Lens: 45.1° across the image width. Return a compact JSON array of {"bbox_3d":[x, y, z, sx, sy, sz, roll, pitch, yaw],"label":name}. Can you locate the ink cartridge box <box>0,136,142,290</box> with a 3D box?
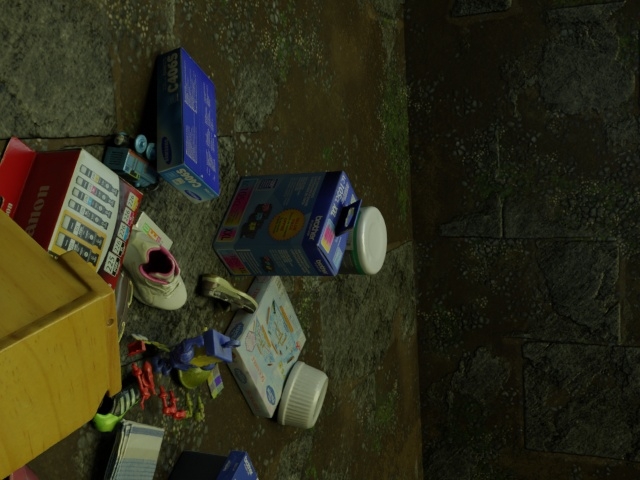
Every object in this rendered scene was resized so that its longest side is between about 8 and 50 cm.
[{"bbox_3d":[-0.513,-0.012,1.501,0.272,0.130,0.309,44,52,-56],"label":"ink cartridge box"}]

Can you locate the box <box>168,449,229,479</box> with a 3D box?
[{"bbox_3d":[-0.287,0.764,1.930,0.343,0.179,0.312,-64,145,-44],"label":"box"}]

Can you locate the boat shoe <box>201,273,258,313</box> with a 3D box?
[{"bbox_3d":[-0.257,0.162,2.116,0.223,0.080,0.073,42,60,-49],"label":"boat shoe"}]

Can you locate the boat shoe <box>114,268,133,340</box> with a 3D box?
[{"bbox_3d":[-0.469,0.203,1.618,0.097,0.117,0.324,45,45,-53],"label":"boat shoe"}]

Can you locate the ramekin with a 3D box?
[{"bbox_3d":[-0.051,0.495,2.436,0.207,0.109,0.207,16,90,-81],"label":"ramekin"}]

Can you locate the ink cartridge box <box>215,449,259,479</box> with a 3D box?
[{"bbox_3d":[-0.188,0.621,1.882,0.097,0.046,0.207,-59,140,-50],"label":"ink cartridge box"}]

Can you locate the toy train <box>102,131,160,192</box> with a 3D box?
[{"bbox_3d":[-0.418,-0.177,1.768,0.184,0.080,0.105,37,65,-63],"label":"toy train"}]

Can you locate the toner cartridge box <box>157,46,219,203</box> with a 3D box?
[{"bbox_3d":[-0.321,-0.278,1.858,0.165,0.075,0.347,45,33,-55],"label":"toner cartridge box"}]

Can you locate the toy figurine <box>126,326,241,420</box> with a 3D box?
[{"bbox_3d":[-0.275,0.302,1.843,0.362,0.217,0.191,49,21,-64],"label":"toy figurine"}]

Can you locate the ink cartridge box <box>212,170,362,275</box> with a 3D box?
[{"bbox_3d":[-0.065,-0.047,2.142,0.151,0.396,0.270,61,38,-46],"label":"ink cartridge box"}]

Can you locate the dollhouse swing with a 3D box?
[{"bbox_3d":[-0.564,0.162,1.248,0.347,0.305,0.315,-34,139,-46],"label":"dollhouse swing"}]

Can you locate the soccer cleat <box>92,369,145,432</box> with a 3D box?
[{"bbox_3d":[-0.448,0.348,1.726,0.179,0.060,0.072,-57,138,-45],"label":"soccer cleat"}]

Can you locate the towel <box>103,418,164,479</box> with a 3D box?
[{"bbox_3d":[-0.437,0.552,1.738,0.209,0.034,0.285,51,50,-69],"label":"towel"}]

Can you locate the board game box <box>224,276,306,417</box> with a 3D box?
[{"bbox_3d":[-0.165,0.308,2.317,0.318,0.066,0.318,-64,145,-43],"label":"board game box"}]

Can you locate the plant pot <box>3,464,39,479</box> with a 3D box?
[{"bbox_3d":[-0.578,0.436,1.318,0.180,0.201,0.201,71,27,-66],"label":"plant pot"}]

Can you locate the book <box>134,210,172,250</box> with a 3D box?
[{"bbox_3d":[-0.415,0.007,1.828,0.144,0.035,0.096,55,48,-52],"label":"book"}]

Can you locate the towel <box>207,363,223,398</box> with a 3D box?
[{"bbox_3d":[-0.290,0.387,2.118,0.060,0.009,0.083,-44,129,-58],"label":"towel"}]

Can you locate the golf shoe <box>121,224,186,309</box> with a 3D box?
[{"bbox_3d":[-0.374,0.083,1.764,0.115,0.140,0.306,-57,146,-20],"label":"golf shoe"}]

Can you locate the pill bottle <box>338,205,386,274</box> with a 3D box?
[{"bbox_3d":[0.000,0.000,2.320,0.204,0.361,0.204,0,90,-65],"label":"pill bottle"}]
